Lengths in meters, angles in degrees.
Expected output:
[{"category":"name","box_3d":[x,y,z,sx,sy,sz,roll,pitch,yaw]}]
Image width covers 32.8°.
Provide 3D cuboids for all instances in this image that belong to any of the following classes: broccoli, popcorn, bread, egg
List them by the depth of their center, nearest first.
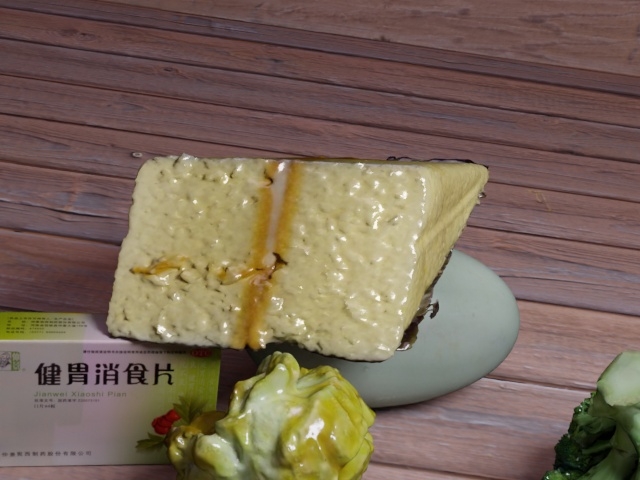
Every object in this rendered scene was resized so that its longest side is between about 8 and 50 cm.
[{"category":"popcorn","box_3d":[-0.048,0.225,1.130,0.183,0.221,0.204,48,5,4]},{"category":"broccoli","box_3d":[0.363,0.241,1.176,0.270,0.270,0.270,-15,35,11]},{"category":"bread","box_3d":[0.000,0.000,1.313,0.346,0.242,0.405,6,3,16]},{"category":"egg","box_3d":[0.078,0.101,1.398,0.371,0.229,0.230,4,27,-12]}]

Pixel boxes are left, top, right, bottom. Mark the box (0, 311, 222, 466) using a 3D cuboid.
[{"category":"box","box_3d":[-0.246,0.170,1.235,0.261,0.175,0.062,2,29,-11]}]
